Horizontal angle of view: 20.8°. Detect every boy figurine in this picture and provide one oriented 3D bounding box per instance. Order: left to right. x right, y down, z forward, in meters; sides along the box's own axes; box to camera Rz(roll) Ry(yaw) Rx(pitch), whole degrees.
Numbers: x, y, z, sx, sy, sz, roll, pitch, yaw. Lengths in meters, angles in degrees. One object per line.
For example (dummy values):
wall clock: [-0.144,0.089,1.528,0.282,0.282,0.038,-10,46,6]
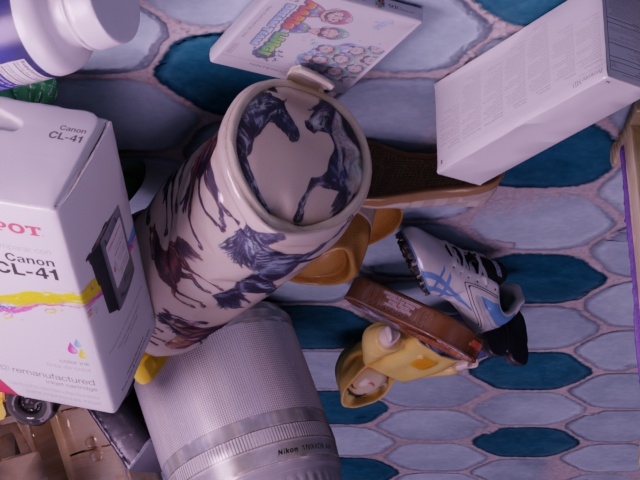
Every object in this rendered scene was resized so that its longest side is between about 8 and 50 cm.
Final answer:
boy figurine: [0.123,0.147,2.280,0.285,0.092,0.177,-20,152,33]

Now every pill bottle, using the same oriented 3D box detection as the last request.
pill bottle: [-0.254,-0.189,1.483,0.187,0.112,0.112,-11,154,24]

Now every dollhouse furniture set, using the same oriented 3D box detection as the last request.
dollhouse furniture set: [-0.455,0.339,2.442,0.256,0.362,0.394,-18,180,34]

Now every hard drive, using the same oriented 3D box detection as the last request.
hard drive: [-0.240,0.230,2.352,0.054,0.172,0.255,-38,167,9]

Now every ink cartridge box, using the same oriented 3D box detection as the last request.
ink cartridge box: [-0.300,0.013,1.674,0.226,0.131,0.306,9,141,15]

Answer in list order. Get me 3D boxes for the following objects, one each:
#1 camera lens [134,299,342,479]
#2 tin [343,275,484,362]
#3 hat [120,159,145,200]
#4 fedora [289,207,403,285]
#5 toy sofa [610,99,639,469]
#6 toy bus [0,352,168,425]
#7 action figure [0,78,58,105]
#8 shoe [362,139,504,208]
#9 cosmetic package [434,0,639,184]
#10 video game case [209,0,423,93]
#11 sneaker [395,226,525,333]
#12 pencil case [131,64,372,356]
camera lens: [-0.107,0.227,2.206,0.219,0.274,0.219,-18,160,-7]
tin: [0.114,0.095,2.121,0.190,0.040,0.106,24,177,32]
hat: [-0.322,-0.079,1.853,0.208,0.183,0.173,-38,170,-14]
fedora: [0.000,0.000,1.924,0.194,0.079,0.194,0,156,0]
toy sofa: [0.373,0.052,1.707,0.150,0.362,0.177,2,152,-3]
toy bus: [-0.315,0.092,2.075,0.220,0.149,0.211,-17,115,17]
action figure: [-0.348,-0.124,1.698,0.232,0.063,0.137,-8,154,29]
shoe: [0.080,-0.060,1.814,0.219,0.076,0.058,1,152,-6]
cosmetic package: [0.200,-0.139,1.599,0.060,0.098,0.239,16,153,-31]
video game case: [-0.006,-0.187,1.593,0.143,0.019,0.157,12,154,-24]
sneaker: [0.163,0.035,2.046,0.086,0.085,0.237,-35,142,14]
pencil case: [-0.096,-0.023,1.761,0.160,0.183,0.410,8,157,-24]
